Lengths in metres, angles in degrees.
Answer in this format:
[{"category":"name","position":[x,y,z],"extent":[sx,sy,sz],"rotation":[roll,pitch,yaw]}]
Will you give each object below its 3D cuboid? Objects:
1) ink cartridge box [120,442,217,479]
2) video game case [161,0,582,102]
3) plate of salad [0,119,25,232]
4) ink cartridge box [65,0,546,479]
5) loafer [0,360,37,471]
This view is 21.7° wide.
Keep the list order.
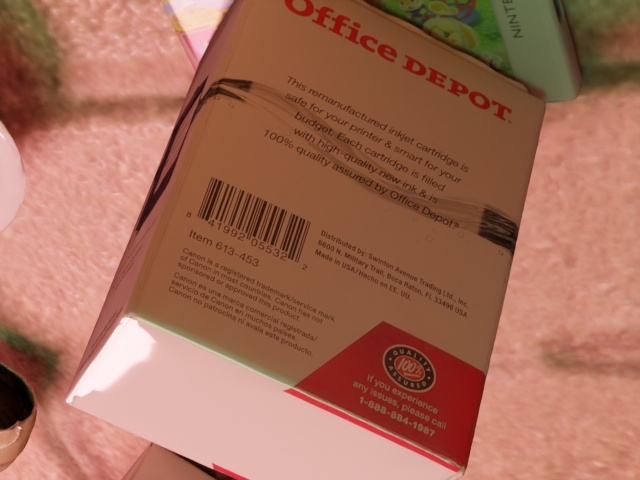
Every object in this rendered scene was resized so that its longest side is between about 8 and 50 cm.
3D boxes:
[{"category":"ink cartridge box","position":[-0.077,0.307,1.318],"extent":[0.273,0.114,0.197],"rotation":[32,137,-6]},{"category":"video game case","position":[0.013,-0.140,0.870],"extent":[0.212,0.023,0.193],"rotation":[-3,136,23]},{"category":"plate of salad","position":[-0.274,-0.048,0.988],"extent":[0.200,0.048,0.200],"rotation":[8,141,6]},{"category":"ink cartridge box","position":[0.000,0.000,0.833],"extent":[0.172,0.237,0.100],"rotation":[26,142,-12]},{"category":"loafer","position":[-0.311,0.078,1.186],"extent":[0.268,0.102,0.092],"rotation":[29,138,-28]}]
